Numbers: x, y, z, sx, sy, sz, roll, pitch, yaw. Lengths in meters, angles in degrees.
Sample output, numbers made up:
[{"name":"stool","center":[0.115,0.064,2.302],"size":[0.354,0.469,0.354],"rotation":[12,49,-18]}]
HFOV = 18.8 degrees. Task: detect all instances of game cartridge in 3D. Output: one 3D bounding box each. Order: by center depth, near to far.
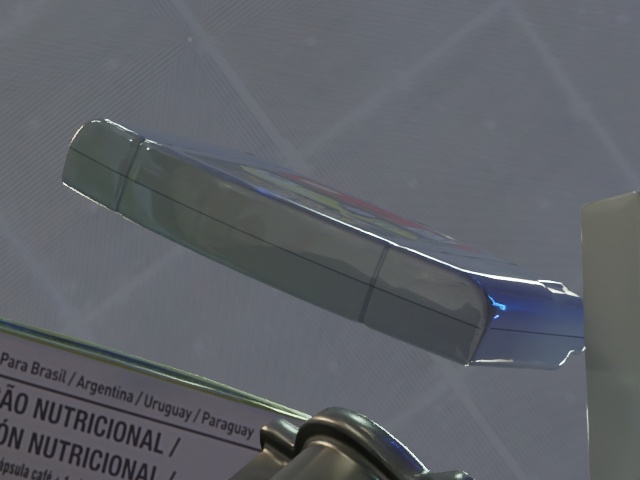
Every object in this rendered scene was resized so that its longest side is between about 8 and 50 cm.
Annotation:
[{"name":"game cartridge","center":[0.000,0.000,1.150],"size":[0.294,0.196,0.060],"rotation":[23,-80,27]}]

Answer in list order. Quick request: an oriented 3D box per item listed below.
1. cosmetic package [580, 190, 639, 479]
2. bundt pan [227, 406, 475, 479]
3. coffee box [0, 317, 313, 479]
[{"name":"cosmetic package","center":[0.199,0.097,1.059],"size":[0.098,0.060,0.239],"rotation":[4,-100,-26]},{"name":"bundt pan","center":[0.027,0.215,0.520],"size":[0.124,0.331,0.331],"rotation":[-29,-83,-18]},{"name":"coffee box","center":[-0.244,0.190,0.807],"size":[0.338,0.337,0.334],"rotation":[18,-103,-22]}]
